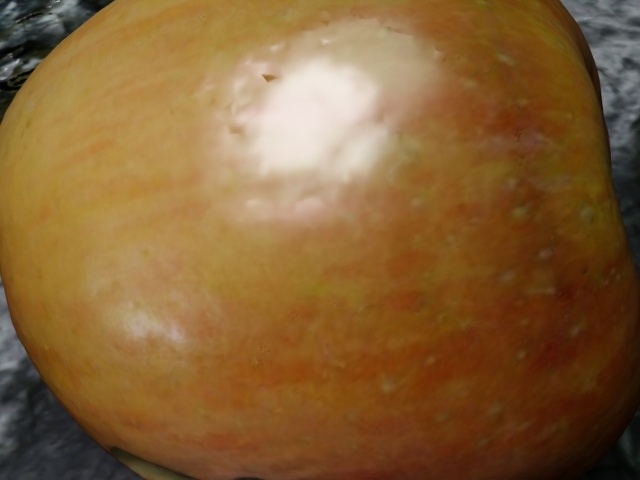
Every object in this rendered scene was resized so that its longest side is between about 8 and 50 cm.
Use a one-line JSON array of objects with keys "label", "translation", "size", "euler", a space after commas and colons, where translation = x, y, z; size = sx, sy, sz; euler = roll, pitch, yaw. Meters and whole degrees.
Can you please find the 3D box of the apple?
[{"label": "apple", "translation": [0.000, 0.000, 0.460], "size": [0.241, 0.242, 0.242], "euler": [-11, 40, 14]}]
